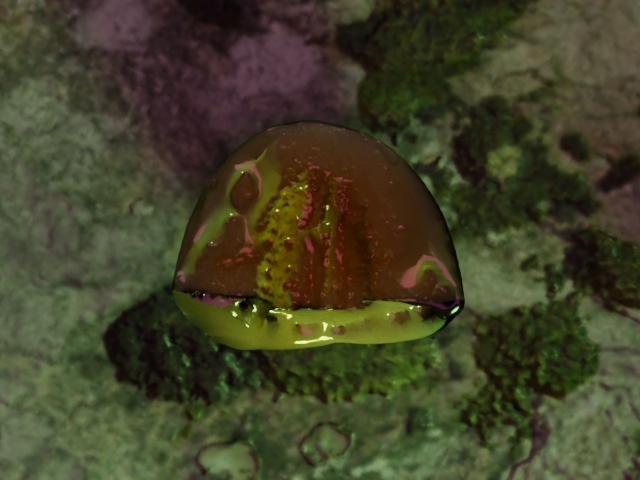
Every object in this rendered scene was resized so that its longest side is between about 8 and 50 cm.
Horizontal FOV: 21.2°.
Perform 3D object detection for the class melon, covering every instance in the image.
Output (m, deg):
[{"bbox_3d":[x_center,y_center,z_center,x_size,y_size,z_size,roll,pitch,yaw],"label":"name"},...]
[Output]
[{"bbox_3d":[0.000,0.000,0.972,0.160,0.079,0.128,3,80,-1],"label":"melon"}]
